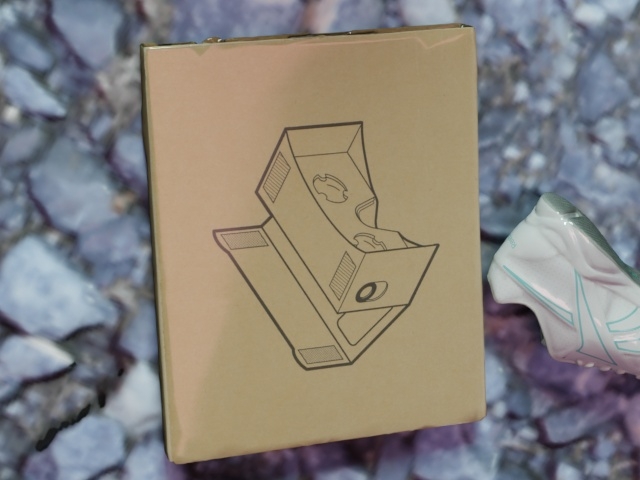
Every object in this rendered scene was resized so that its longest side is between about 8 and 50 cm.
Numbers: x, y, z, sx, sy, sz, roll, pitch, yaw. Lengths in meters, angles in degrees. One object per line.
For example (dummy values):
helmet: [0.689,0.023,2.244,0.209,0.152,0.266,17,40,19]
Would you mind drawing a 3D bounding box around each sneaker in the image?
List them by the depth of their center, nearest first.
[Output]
sneaker: [0.147,0.041,0.842,0.152,0.054,0.061,40,104,-17]

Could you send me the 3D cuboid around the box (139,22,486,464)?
box: [0.000,0.000,0.801,0.164,0.021,0.201,-6,103,-15]
